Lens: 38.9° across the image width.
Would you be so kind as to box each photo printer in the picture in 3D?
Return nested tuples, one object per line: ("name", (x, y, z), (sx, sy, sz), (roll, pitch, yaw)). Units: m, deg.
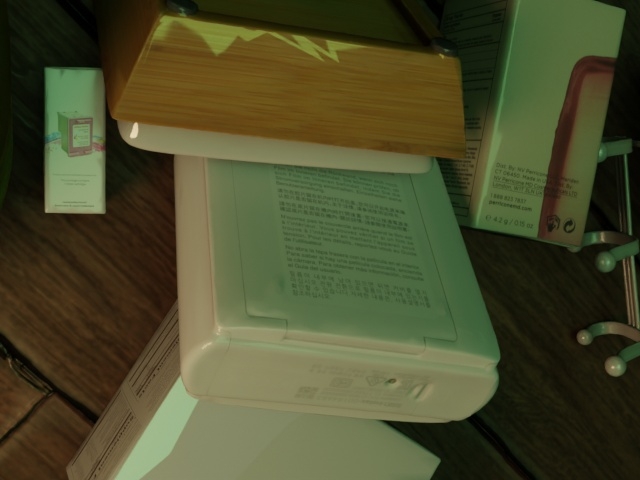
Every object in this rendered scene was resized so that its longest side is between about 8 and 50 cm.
("photo printer", (0.000, 0.000, 0.783), (0.256, 0.307, 0.107), (9, 134, -20))

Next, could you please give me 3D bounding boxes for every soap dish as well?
("soap dish", (-0.036, -0.165, 0.766), (0.291, 0.229, 0.118), (4, 126, -21))

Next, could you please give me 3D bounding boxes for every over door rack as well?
("over door rack", (0.337, 0.017, 0.870), (0.108, 0.324, 0.239), (-12, 100, -18))

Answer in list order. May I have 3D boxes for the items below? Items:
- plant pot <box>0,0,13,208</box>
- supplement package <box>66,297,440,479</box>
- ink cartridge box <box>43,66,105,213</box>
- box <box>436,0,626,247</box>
("plant pot", (-0.342, -0.134, 0.536), (0.366, 0.353, 0.366), (9, 71, -26))
("supplement package", (-0.064, 0.209, 0.845), (0.262, 0.145, 0.204), (35, 84, -20))
("ink cartridge box", (-0.214, -0.087, 0.787), (0.052, 0.088, 0.122), (1, 95, -17))
("box", (0.188, -0.121, 0.896), (0.127, 0.148, 0.232), (10, 93, -21))
